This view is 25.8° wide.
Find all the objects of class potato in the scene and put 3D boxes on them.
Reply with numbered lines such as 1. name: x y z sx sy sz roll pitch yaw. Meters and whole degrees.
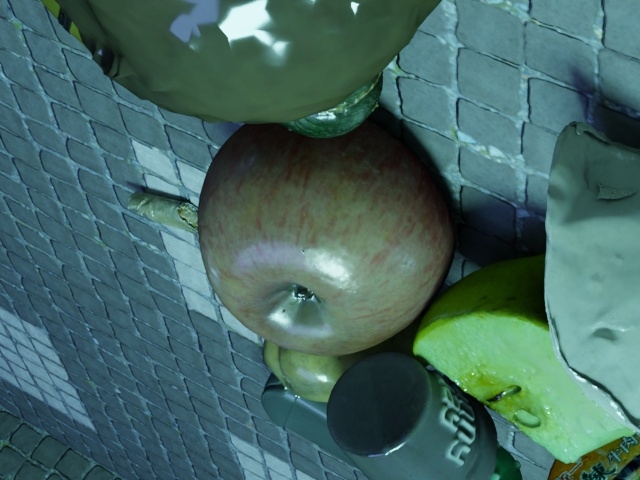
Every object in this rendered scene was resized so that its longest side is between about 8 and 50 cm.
1. potato: 0.050 0.146 1.976 0.296 0.141 0.191 -1 -172 -43

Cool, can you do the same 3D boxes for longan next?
1. longan: -0.077 -0.297 1.216 0.404 0.404 0.436 46 145 -19

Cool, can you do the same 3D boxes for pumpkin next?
1. pumpkin: -0.015 -0.204 1.564 0.190 0.146 0.190 28 133 35

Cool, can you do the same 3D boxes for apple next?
1. apple: 0.000 0.000 1.745 0.344 0.269 0.345 28 152 16

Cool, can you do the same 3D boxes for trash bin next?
1. trash bin: 0.015 0.294 2.412 0.236 0.101 0.177 31 152 6

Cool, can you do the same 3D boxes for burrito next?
1. burrito: -0.242 -0.045 2.226 0.149 0.041 0.055 16 161 29

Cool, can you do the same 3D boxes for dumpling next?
1. dumpling: 0.334 0.056 1.439 0.181 0.260 0.341 6 143 34

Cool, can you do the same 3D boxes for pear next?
1. pear: 0.293 0.106 1.680 0.286 0.176 0.282 35 151 1

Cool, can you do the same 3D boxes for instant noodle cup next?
1. instant noodle cup: 0.444 0.361 1.877 0.230 0.230 0.182 4 148 48

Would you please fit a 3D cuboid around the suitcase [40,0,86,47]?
1. suitcase: -0.215 -0.333 1.544 0.143 0.194 0.235 44 154 1

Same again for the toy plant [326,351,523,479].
1. toy plant: 0.171 0.300 1.875 0.279 0.185 0.400 29 170 41

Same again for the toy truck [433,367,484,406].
1. toy truck: 0.204 0.220 2.084 0.088 0.074 0.202 35 154 13
